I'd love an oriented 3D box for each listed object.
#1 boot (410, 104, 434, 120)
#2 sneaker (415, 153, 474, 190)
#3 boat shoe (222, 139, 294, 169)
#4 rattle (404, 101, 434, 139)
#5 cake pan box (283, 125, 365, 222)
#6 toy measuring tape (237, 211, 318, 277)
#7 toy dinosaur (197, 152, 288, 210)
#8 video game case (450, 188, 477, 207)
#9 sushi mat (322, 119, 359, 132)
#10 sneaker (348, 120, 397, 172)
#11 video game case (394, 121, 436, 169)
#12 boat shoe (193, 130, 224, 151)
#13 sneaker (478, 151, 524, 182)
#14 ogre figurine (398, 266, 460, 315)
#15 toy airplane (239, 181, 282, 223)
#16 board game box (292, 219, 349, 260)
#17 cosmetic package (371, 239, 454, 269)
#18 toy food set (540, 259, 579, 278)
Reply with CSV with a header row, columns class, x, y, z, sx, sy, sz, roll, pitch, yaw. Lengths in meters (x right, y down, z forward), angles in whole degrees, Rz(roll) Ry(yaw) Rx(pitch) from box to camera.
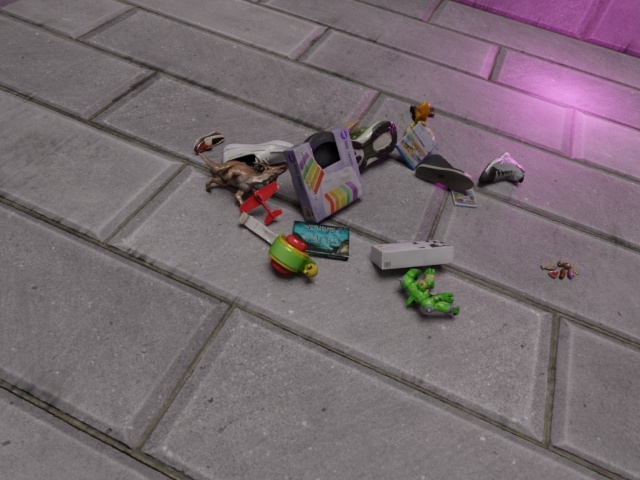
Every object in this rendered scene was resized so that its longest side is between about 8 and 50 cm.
class,x,y,z,sx,sy,sz,roll,pitch,yaw
boot,0.459,-0.559,2.099,0.114,0.037,0.107,7,50,-11
sneaker,0.484,-0.268,1.801,0.221,0.083,0.118,21,47,19
boat shoe,-0.219,-0.298,1.705,0.267,0.096,0.088,0,53,-9
rattle,0.416,-0.441,1.921,0.130,0.143,0.200,31,42,-7
cake pan box,0.018,-0.228,1.586,0.245,0.267,0.070,-32,25,-35
toy measuring tape,-0.142,0.006,1.430,0.330,0.121,0.121,36,52,20
toy dinosaur,-0.268,-0.226,1.616,0.295,0.127,0.200,28,50,20
video game case,0.535,-0.172,1.785,0.087,0.011,0.122,6,48,-6
sushi mat,0.029,-0.391,1.785,0.151,0.019,0.316,-7,24,29
sneaker,0.100,-0.335,1.800,0.410,0.158,0.182,-28,28,-28
video game case,0.376,-0.373,1.868,0.166,0.015,0.119,-45,103,-25
boat shoe,-0.413,-0.362,1.758,0.043,0.049,0.137,31,46,14
sneaker,0.723,-0.261,1.851,0.132,0.086,0.228,41,53,21
ogre figurine,0.313,0.153,1.409,0.118,0.097,0.197,-8,64,-40
toy airplane,-0.185,-0.117,1.540,0.151,0.151,0.028,1,11,-10
board game box,0.000,0.000,1.526,0.186,0.026,0.126,7,48,-4
cosmetic package,0.287,0.041,1.491,0.238,0.061,0.099,-4,12,-14
toy food set,0.808,0.098,1.590,0.122,0.019,0.078,-10,52,-19
